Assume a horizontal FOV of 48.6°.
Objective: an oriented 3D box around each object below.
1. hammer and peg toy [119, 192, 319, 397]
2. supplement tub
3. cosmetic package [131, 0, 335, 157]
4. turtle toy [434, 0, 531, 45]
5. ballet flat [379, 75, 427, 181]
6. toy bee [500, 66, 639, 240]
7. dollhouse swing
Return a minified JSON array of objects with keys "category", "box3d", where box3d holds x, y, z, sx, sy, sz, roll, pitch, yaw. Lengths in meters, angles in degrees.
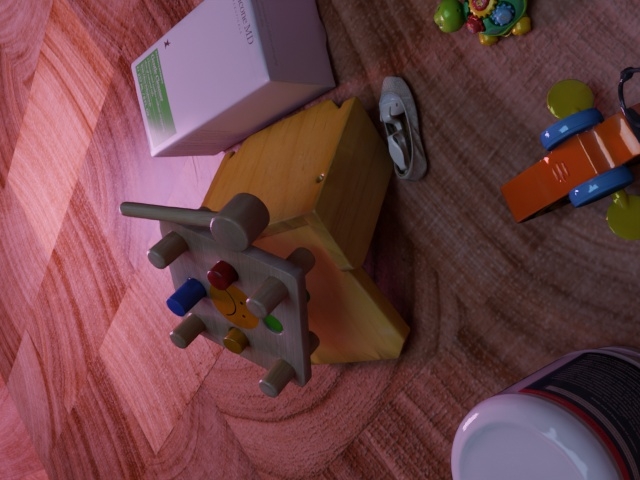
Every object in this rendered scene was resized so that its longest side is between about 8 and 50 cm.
[{"category":"hammer and peg toy","box3d":[-0.133,0.048,1.048,0.266,0.127,0.361,22,138,26]},{"category":"supplement tub","box3d":[0.295,0.233,0.801,0.191,0.272,0.191,12,107,44]},{"category":"cosmetic package","box3d":[-0.163,-0.292,1.241,0.366,0.155,0.196,-22,80,46]},{"category":"turtle toy","box3d":[0.211,-0.305,0.923,0.130,0.066,0.095,-7,93,46]},{"category":"ballet flat","box3d":[0.118,-0.169,1.055,0.057,0.052,0.168,-23,82,45]},{"category":"toy bee","box3d":[0.343,-0.096,0.798,0.298,0.162,0.195,-172,66,-69]},{"category":"dollhouse swing","box3d":[0.000,0.000,1.204,0.347,0.305,0.315,-16,45,46]}]
